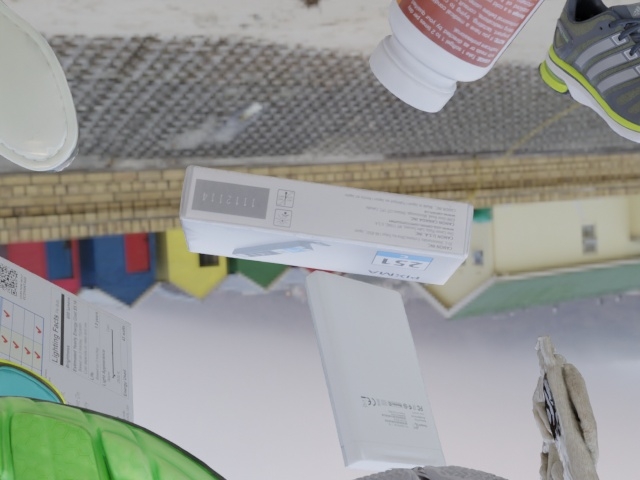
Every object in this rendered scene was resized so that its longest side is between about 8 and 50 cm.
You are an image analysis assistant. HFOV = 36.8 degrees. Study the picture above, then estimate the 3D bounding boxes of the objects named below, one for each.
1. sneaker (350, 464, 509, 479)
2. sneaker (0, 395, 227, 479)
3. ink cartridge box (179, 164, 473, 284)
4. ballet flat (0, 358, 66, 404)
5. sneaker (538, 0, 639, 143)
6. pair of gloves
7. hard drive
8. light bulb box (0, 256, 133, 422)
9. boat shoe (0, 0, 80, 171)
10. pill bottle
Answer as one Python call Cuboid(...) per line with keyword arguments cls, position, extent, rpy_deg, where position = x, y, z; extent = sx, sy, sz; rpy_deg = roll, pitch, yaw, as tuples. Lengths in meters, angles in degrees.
Cuboid(cls="sneaker", position=(0.034, 0.329, 0.852), extent=(0.365, 0.210, 0.137), rpy_deg=(-7, -171, -2))
Cuboid(cls="sneaker", position=(-0.226, 0.187, 0.722), extent=(0.482, 0.185, 0.202), rpy_deg=(7, -177, 28))
Cuboid(cls="ink cartridge box", position=(0.000, 0.000, 1.089), extent=(0.296, 0.066, 0.261), rpy_deg=(8, 166, -1))
Cuboid(cls="ballet flat", position=(-0.449, 0.180, 1.284), extent=(0.230, 0.077, 0.077), rpy_deg=(24, -171, -23))
Cuboid(cls="sneaker", position=(0.353, -0.197, 1.076), extent=(0.111, 0.121, 0.300), rpy_deg=(-17, -145, -22))
Cuboid(cls="pair of gloves", position=(0.232, 0.214, 0.937), extent=(0.042, 0.204, 0.240), rpy_deg=(-7, 155, 4))
Cuboid(cls="hard drive", position=(0.096, 0.236, 1.711), extent=(0.233, 0.353, 0.047), rpy_deg=(17, 140, -42))
Cuboid(cls="light bulb box", position=(-0.505, 0.246, 1.540), extent=(0.225, 0.358, 0.361), rpy_deg=(-39, 129, 22))
Cuboid(cls="boat shoe", position=(-0.333, -0.183, 0.982), extent=(0.109, 0.305, 0.091), rpy_deg=(-38, 165, -6))
Cuboid(cls="pill bottle", position=(0.143, -0.235, 0.936), extent=(0.121, 0.121, 0.216), rpy_deg=(-6, 141, -51))
